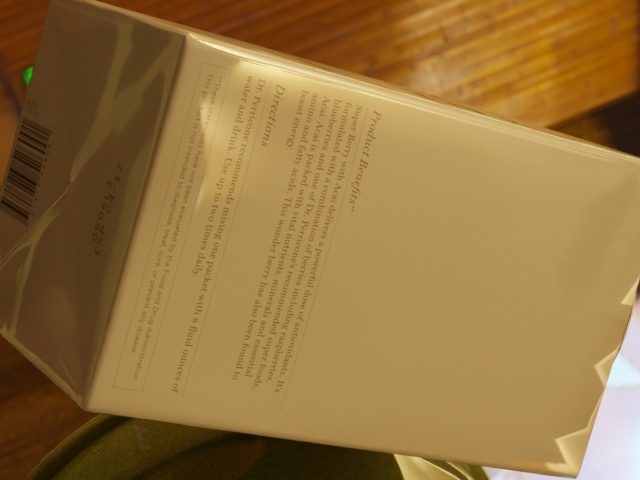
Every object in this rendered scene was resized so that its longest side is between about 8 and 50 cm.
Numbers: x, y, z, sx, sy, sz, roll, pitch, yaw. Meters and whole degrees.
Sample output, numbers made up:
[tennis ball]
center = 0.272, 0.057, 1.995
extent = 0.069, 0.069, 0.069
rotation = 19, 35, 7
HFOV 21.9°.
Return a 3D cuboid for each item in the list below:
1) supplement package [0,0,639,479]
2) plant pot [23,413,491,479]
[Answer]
[supplement package]
center = 0.000, 0.000, 0.857
extent = 0.175, 0.293, 0.177
rotation = 26, -79, 58
[plant pot]
center = 0.001, 0.302, 0.899
extent = 0.353, 0.366, 0.366
rotation = -132, -161, -65
